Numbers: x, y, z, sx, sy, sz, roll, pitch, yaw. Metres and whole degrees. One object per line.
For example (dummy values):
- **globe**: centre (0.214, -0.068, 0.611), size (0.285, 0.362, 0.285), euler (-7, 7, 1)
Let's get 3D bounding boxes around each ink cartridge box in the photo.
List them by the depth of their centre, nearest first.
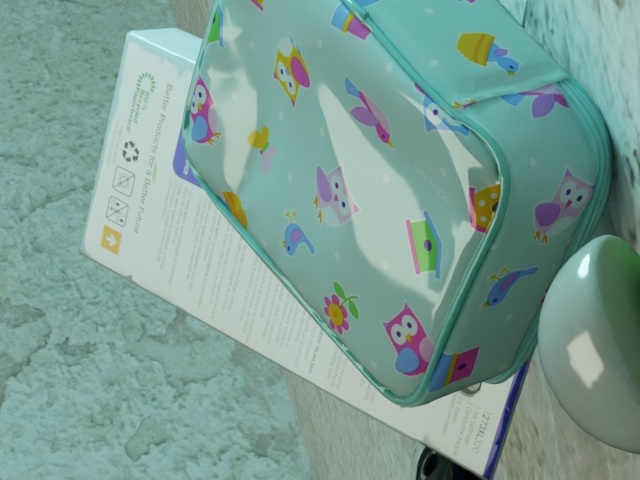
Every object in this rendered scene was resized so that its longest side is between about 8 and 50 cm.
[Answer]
- **ink cartridge box**: centre (0.000, 0.000, 1.242), size (0.371, 0.069, 0.176), euler (28, 115, 31)

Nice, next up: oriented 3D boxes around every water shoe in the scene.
- **water shoe**: centre (0.117, 0.264, 1.612), size (0.080, 0.073, 0.203), euler (-123, 19, -62)

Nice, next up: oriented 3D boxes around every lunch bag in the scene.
- **lunch bag**: centre (0.034, -0.053, 1.073), size (0.279, 0.108, 0.224), euler (50, 140, 34)

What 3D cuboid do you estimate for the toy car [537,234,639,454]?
- **toy car**: centre (0.172, 0.054, 0.592), size (0.136, 0.159, 0.182), euler (11, -123, -57)
